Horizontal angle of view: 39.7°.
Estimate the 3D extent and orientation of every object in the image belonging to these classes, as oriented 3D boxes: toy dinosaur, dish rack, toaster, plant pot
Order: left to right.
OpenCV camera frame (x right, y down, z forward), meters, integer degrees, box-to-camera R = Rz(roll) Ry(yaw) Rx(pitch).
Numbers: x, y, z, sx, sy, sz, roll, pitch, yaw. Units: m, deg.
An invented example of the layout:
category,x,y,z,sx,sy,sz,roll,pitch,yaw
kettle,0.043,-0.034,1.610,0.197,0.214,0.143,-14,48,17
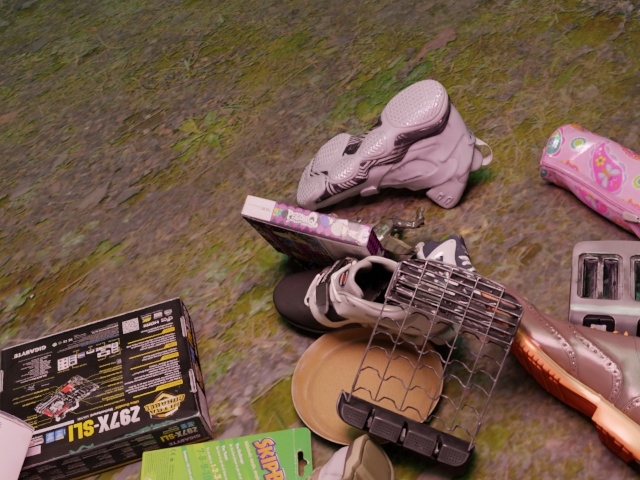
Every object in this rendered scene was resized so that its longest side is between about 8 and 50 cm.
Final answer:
category,x,y,z,sx,sy,sz,roll,pitch,yaw
plant pot,0.074,0.224,1.377,0.236,0.032,0.236,-8,44,8
toy dinosaur,0.118,-0.014,1.547,0.118,0.064,0.268,-28,24,-30
dish rack,0.156,0.167,1.240,0.208,0.074,0.272,21,92,6
toaster,0.466,0.090,1.354,0.168,0.110,0.186,3,46,16

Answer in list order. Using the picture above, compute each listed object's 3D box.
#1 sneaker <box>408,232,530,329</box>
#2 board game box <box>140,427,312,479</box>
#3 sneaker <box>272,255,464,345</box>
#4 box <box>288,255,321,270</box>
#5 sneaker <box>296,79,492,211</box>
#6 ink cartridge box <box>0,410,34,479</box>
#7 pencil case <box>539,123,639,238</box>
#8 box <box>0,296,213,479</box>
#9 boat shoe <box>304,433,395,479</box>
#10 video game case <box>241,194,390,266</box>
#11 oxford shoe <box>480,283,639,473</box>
category,x,y,z,sx,sy,sz,roll,pitch,yaw
sneaker,0.243,0.054,1.458,0.235,0.094,0.153,4,54,32
board game box,-0.137,0.350,1.301,0.259,0.039,0.124,-12,44,7
sneaker,0.050,0.072,1.387,0.330,0.146,0.122,2,60,32
box,-0.010,0.017,1.616,0.083,0.018,0.067,-35,48,-20
sneaker,0.136,-0.125,1.646,0.365,0.210,0.137,-34,34,31
ink cartridge box,-0.538,0.340,1.301,0.217,0.092,0.159,-16,50,37
pencil case,0.509,-0.094,1.521,0.124,0.124,0.284,-32,48,-17
box,-0.353,0.246,1.433,0.321,0.079,0.257,-17,46,-3
boat shoe,0.018,0.356,1.136,0.103,0.113,0.302,-36,-2,18
video game case,0.000,0.000,1.467,0.210,0.232,0.042,14,78,16
oxford shoe,0.379,0.170,1.256,0.132,0.130,0.363,-43,62,-3
